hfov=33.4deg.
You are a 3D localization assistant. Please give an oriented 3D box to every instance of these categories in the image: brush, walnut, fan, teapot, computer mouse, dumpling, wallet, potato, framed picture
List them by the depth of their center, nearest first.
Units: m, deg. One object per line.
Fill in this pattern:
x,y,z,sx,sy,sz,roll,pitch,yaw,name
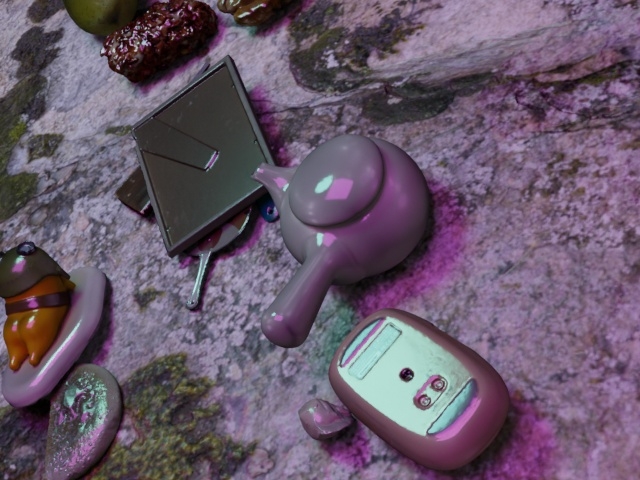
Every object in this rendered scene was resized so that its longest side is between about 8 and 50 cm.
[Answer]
0.113,0.171,1.230,0.145,0.082,0.236,-50,45,-10,computer mouse
0.006,0.211,1.285,0.057,0.076,0.052,-31,81,-21,dumpling
0.034,-0.008,1.369,0.220,0.149,0.318,-23,47,17,teapot
-0.162,0.000,1.569,0.153,0.008,0.226,-12,55,35,fan
-0.088,-0.104,1.605,0.043,0.032,0.193,-31,58,20,brush
-0.184,-0.135,1.640,0.211,0.020,0.289,-34,50,12,framed picture
-0.246,-0.117,1.711,0.095,0.026,0.176,29,74,39,wallet
-0.094,-0.435,1.830,0.170,0.069,0.143,-43,47,-2,walnut
-0.413,-0.487,2.020,0.169,0.144,0.248,-57,38,38,potato

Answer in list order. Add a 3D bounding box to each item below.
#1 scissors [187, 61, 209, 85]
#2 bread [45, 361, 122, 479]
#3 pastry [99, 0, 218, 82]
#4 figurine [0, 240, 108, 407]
-0.240,-0.235,1.796,0.100,0.015,0.189,0,51,51,scissors
-0.328,0.240,1.482,0.112,0.036,0.193,-21,49,16,bread
-0.282,-0.356,1.871,0.209,0.097,0.115,-29,57,8,pastry
-0.423,0.101,1.551,0.167,0.141,0.250,-15,42,27,figurine
